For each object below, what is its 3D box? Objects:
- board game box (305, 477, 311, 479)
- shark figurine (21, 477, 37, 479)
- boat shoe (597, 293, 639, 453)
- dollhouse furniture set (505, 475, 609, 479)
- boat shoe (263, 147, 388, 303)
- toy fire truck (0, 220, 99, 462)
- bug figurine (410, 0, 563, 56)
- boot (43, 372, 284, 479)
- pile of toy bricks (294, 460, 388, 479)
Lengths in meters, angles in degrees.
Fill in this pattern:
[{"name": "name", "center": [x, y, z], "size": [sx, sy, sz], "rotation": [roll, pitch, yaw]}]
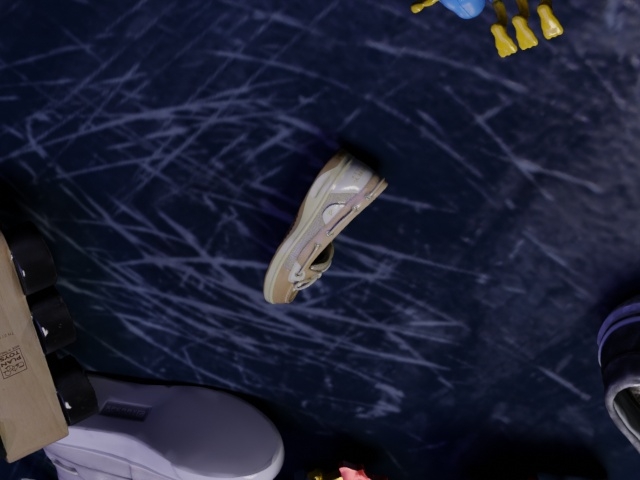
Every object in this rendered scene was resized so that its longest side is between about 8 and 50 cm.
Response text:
[{"name": "board game box", "center": [0.013, 0.287, 1.187], "size": [0.154, 0.026, 0.103], "rotation": [40, 109, 4]}, {"name": "shark figurine", "center": [-0.175, 0.338, 1.374], "size": [0.278, 0.166, 0.116], "rotation": [61, 155, 24]}, {"name": "boat shoe", "center": [0.322, 0.183, 1.038], "size": [0.335, 0.119, 0.121], "rotation": [38, 131, -7]}, {"name": "dollhouse furniture set", "center": [0.170, 0.327, 1.145], "size": [0.135, 0.262, 0.259], "rotation": [-4, 92, 15]}, {"name": "boat shoe", "center": [0.001, -0.001, 1.085], "size": [0.048, 0.056, 0.153], "rotation": [32, 124, 5]}, {"name": "toy fire truck", "center": [-0.327, 0.057, 1.238], "size": [0.246, 0.159, 0.217], "rotation": [40, 148, 50]}, {"name": "bug figurine", "center": [0.112, -0.258, 0.827], "size": [0.216, 0.072, 0.279], "rotation": [-15, 113, 25]}, {"name": "boot", "center": [-0.140, 0.199, 1.288], "size": [0.258, 0.095, 0.123], "rotation": [11, 135, 27]}, {"name": "pile of toy bricks", "center": [0.056, 0.278, 1.258], "size": [0.105, 0.118, 0.212], "rotation": [-19, 101, 3]}]
